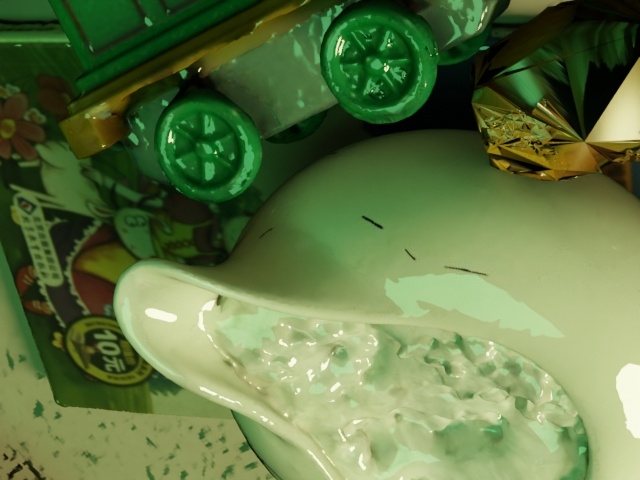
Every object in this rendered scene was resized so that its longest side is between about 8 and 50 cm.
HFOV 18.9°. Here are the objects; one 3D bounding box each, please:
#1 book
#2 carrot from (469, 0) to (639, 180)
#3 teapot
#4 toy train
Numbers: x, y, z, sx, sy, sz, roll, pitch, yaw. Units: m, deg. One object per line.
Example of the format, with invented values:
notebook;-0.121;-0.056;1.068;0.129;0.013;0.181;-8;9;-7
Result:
book;0.000;0.000;0.866;0.322;0.018;0.228;2;131;18
carrot;0.168;-0.071;0.692;0.228;0.069;0.069;-11;126;10
teapot;0.072;0.065;0.786;0.299;0.166;0.208;37;120;0
toy train;-0.021;-0.100;0.732;0.227;0.091;0.136;-26;99;29
